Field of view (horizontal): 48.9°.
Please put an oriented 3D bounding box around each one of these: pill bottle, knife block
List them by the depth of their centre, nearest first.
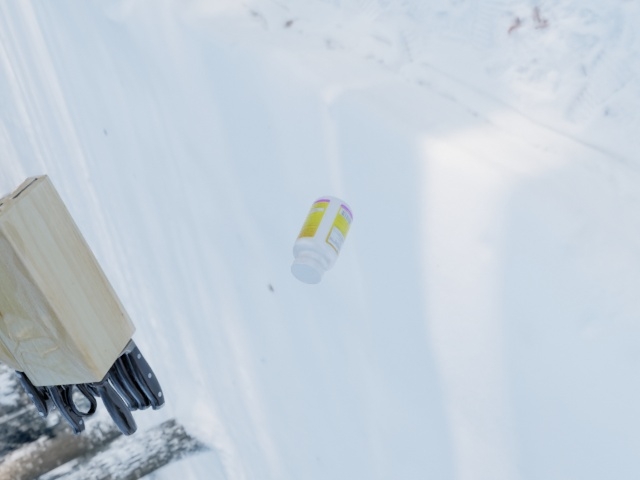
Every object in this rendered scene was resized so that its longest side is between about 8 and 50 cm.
[{"bbox_3d":[0.000,0.000,0.667,0.044,0.083,0.043,15,143,12],"label":"pill bottle"},{"bbox_3d":[-0.260,0.095,0.767,0.242,0.088,0.275,29,128,-5],"label":"knife block"}]
